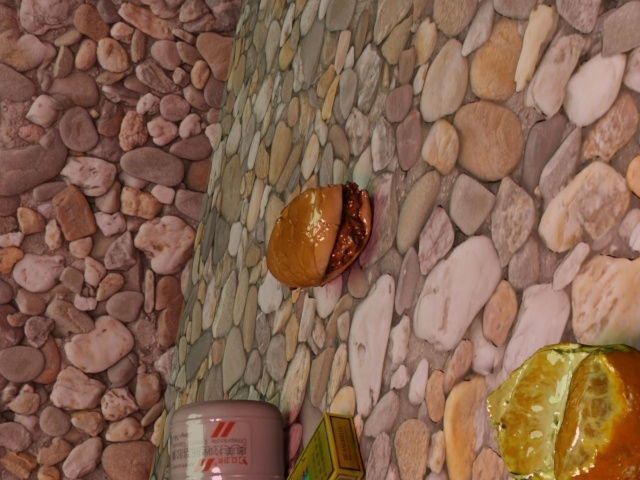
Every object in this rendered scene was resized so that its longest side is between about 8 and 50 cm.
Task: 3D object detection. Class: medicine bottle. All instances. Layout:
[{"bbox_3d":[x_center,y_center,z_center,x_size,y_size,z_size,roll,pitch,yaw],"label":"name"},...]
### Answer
[{"bbox_3d":[-0.196,0.504,2.182,0.245,0.245,0.306,143,127,-61],"label":"medicine bottle"}]

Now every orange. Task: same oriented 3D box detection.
[{"bbox_3d":[0.300,0.202,1.133,0.237,0.158,0.179,148,137,-68],"label":"orange"}]

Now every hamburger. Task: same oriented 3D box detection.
[{"bbox_3d":[0.000,0.000,2.070,0.245,0.155,0.282,-136,54,-58],"label":"hamburger"}]

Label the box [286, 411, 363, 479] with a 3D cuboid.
[{"bbox_3d":[0.004,0.449,1.935,0.141,0.064,0.220,-104,34,-49],"label":"box"}]
